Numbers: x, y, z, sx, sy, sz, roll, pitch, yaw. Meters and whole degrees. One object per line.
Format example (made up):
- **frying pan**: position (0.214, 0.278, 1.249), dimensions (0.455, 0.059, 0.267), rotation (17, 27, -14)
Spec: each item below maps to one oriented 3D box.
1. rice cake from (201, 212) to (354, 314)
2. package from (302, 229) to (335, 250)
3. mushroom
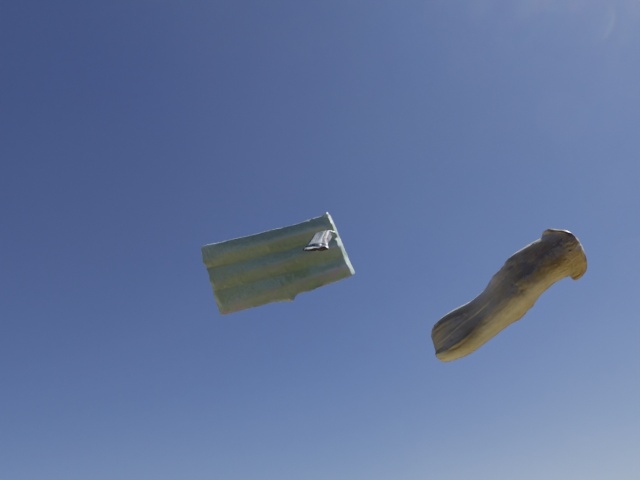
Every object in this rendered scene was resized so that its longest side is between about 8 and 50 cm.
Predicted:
- **rice cake**: position (-0.066, 0.039, 0.906), dimensions (0.237, 0.127, 0.043), rotation (-17, -8, -21)
- **package**: position (0.000, 0.000, 0.837), dimensions (0.037, 0.015, 0.110), rotation (-3, 14, 9)
- **mushroom**: position (0.208, 0.067, 0.635), dimensions (0.202, 0.059, 0.054), rotation (-43, -44, 12)
